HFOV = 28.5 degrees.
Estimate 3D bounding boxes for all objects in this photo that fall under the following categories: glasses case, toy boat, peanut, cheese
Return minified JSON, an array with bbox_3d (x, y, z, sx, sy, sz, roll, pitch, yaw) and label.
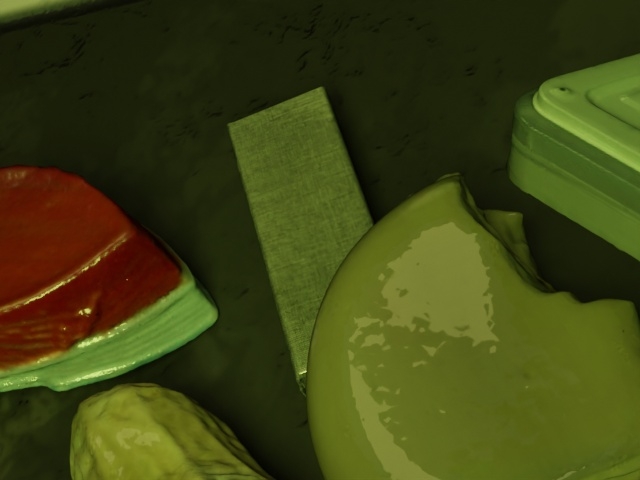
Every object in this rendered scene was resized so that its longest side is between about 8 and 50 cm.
[{"bbox_3d":[0.000,0.000,0.751,0.070,0.047,0.205,-22,50,4],"label":"glasses case"},{"bbox_3d":[-0.228,0.043,0.822,0.331,0.133,0.145,-5,52,17],"label":"toy boat"},{"bbox_3d":[-0.064,0.147,0.660,0.214,0.098,0.090,35,107,44],"label":"peanut"},{"bbox_3d":[0.076,0.064,0.604,0.175,0.091,0.203,-22,62,4],"label":"cheese"}]

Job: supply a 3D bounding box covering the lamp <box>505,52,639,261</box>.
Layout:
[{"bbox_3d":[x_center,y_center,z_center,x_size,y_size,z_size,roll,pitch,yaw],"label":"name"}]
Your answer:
[{"bbox_3d":[0.254,-0.020,0.509,0.269,0.047,0.266,-18,40,-32],"label":"lamp"}]
